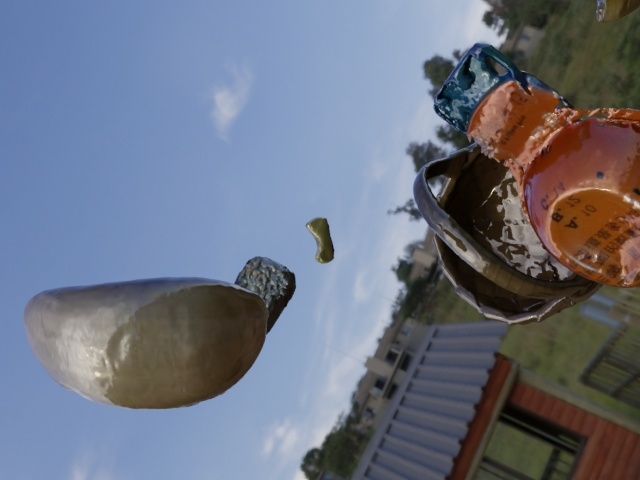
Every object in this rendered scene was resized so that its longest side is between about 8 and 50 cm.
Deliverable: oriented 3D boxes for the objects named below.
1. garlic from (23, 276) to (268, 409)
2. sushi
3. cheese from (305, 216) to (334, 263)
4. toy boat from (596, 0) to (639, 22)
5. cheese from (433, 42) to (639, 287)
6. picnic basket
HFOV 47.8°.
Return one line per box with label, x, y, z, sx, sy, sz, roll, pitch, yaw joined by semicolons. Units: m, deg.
garlic;-0.233;0.113;0.843;0.196;0.338;0.151;-25;-67;-76
sushi;-0.156;0.149;1.689;0.225;0.136;0.126;-59;-17;2
cheese;0.000;0.000;1.271;0.044;0.030;0.083;-9;-92;-29
toy boat;0.276;-0.356;0.769;0.089;0.121;0.321;70;-164;-56
cheese;0.259;-0.067;0.718;0.129;0.329;0.217;-46;-8;-38
picnic basket;0.277;-0.024;1.048;0.337;0.293;0.337;-33;-25;-18
